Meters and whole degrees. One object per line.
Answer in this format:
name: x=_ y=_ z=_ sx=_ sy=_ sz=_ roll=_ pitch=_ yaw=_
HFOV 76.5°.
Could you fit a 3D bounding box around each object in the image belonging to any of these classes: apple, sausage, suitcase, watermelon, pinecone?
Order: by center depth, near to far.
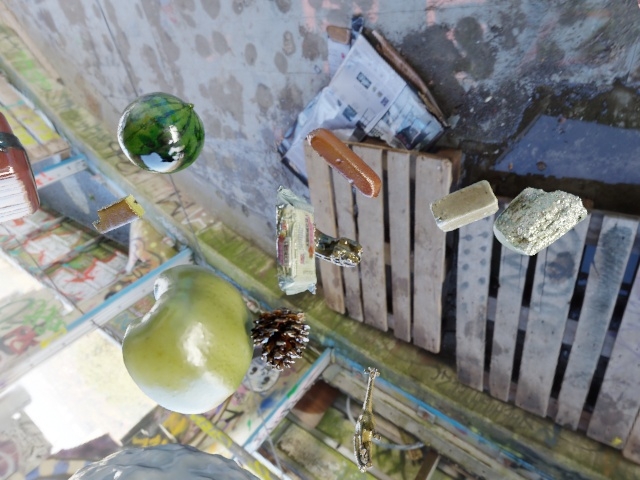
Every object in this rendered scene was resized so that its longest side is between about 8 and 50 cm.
suitcase: x=-0.693 y=-0.109 z=0.727 sx=0.161 sy=0.297 sz=0.236 roll=63 pitch=147 yaw=5
pinecone: x=-0.107 y=0.261 z=1.093 sx=0.174 sy=0.174 sz=0.173 roll=26 pitch=135 yaw=28
apple: x=-0.331 y=0.262 z=1.108 sx=0.312 sy=0.320 sz=0.360 roll=27 pitch=158 yaw=54
watermelon: x=-0.466 y=-0.315 z=1.197 sx=0.242 sy=0.242 sz=0.242 roll=26 pitch=135 yaw=28
sausage: x=0.096 y=-0.288 z=1.496 sx=0.348 sy=0.097 sz=0.094 roll=39 pitch=137 yaw=-7

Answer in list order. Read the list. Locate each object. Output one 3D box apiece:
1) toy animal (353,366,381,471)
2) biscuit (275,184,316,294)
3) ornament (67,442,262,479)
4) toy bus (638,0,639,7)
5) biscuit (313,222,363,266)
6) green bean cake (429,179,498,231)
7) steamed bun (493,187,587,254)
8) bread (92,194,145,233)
toy animal: x=0.130 y=0.486 z=1.119 sx=0.054 sy=0.275 sz=0.149 roll=13 pitch=126 yaw=1
biscuit: x=-0.075 y=0.005 z=1.202 sx=0.079 sy=0.186 sz=0.308 roll=-4 pitch=82 yaw=24
ornament: x=-0.171 y=0.371 z=0.392 sx=0.337 sy=0.337 sz=0.337 roll=26 pitch=135 yaw=28
toy bus: x=0.726 y=-0.579 z=0.823 sx=0.147 sy=0.128 sz=0.302 roll=-8 pitch=103 yaw=63
biscuit: x=0.001 y=0.005 z=1.795 sx=0.366 sy=0.115 sz=0.268 roll=31 pitch=167 yaw=-18
green bean cake: x=0.424 y=-0.098 z=1.200 sx=0.179 sy=0.109 sz=0.085 roll=-23 pitch=70 yaw=18
steamed bun: x=0.659 y=-0.063 z=1.274 sx=0.170 sy=0.225 sz=0.200 roll=52 pitch=173 yaw=-3
bread: x=-0.726 y=-0.091 z=1.439 sx=0.226 sy=0.049 sz=0.088 roll=-15 pitch=123 yaw=27
